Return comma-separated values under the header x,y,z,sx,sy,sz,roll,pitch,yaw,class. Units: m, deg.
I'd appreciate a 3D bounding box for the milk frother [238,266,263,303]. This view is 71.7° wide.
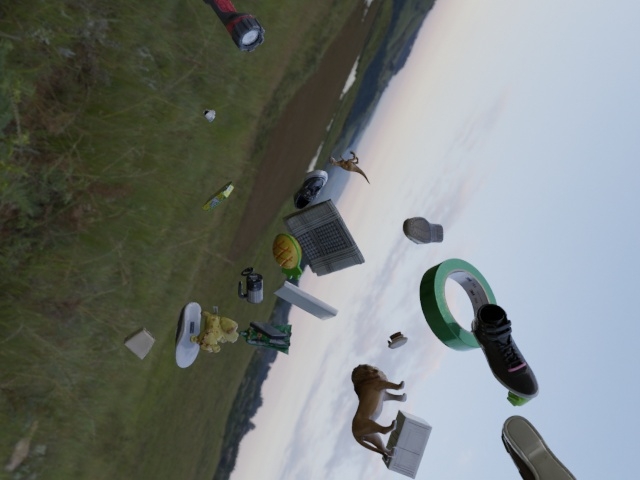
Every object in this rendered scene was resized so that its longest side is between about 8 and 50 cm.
x,y,z,sx,sy,sz,roll,pitch,yaw,class
-0.351,0.226,2.269,0.143,0.129,0.134,-77,173,-60,milk frother

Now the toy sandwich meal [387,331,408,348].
x,y,z,sx,sy,sz,roll,pitch,yaw,class
0.271,0.355,1.571,0.029,0.086,0.085,67,-32,34,toy sandwich meal

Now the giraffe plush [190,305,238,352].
x,y,z,sx,sy,sz,roll,pitch,yaw,class
-0.483,0.427,1.984,0.170,0.182,0.210,-69,151,-48,giraffe plush

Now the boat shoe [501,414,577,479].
x,y,z,sx,sy,sz,roll,pitch,yaw,class
0.623,0.657,1.240,0.117,0.324,0.096,-24,146,-8,boat shoe

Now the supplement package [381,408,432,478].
x,y,z,sx,sy,sz,roll,pitch,yaw,class
0.397,0.938,2.050,0.134,0.139,0.243,125,-13,-82,supplement package

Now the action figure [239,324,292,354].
x,y,z,sx,sy,sz,roll,pitch,yaw,class
-0.247,0.429,1.978,0.063,0.233,0.137,118,-22,-65,action figure

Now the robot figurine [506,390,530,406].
x,y,z,sx,sy,sz,roll,pitch,yaw,class
0.712,0.542,1.569,0.101,0.067,0.115,-20,148,-35,robot figurine

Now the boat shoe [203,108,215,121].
x,y,z,sx,sy,sz,roll,pitch,yaw,class
-0.396,-0.448,1.562,0.035,0.035,0.100,-41,-148,12,boat shoe

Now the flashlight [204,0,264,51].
x,y,z,sx,sy,sz,roll,pitch,yaw,class
-0.295,-0.751,1.422,0.103,0.303,0.103,-29,168,-15,flashlight

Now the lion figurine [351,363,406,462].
x,y,z,sx,sy,sz,roll,pitch,yaw,class
0.197,0.652,1.724,0.392,0.241,0.142,-62,143,-48,lion figurine

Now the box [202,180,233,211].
x,y,z,sx,sy,sz,roll,pitch,yaw,class
-0.510,-0.224,2.236,0.179,0.043,0.105,-32,-157,31,box

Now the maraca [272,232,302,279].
x,y,z,sx,sy,sz,roll,pitch,yaw,class
-0.121,0.061,1.661,0.099,0.127,0.185,-26,110,-42,maraca

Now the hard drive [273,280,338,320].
x,y,z,sx,sy,sz,roll,pitch,yaw,class
-0.079,0.312,2.269,0.040,0.308,0.203,-63,-170,-24,hard drive

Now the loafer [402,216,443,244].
x,y,z,sx,sy,sz,roll,pitch,yaw,class
0.375,-0.028,1.672,0.269,0.092,0.101,12,74,-50,loafer

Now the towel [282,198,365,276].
x,y,z,sx,sy,sz,roll,pitch,yaw,class
0.000,0.000,1.911,0.324,0.312,0.056,-18,-164,45,towel

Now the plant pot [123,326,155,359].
x,y,z,sx,sy,sz,roll,pitch,yaw,class
-0.813,0.456,2.011,0.096,0.109,0.109,-45,-164,-14,plant pot

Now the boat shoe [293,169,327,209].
x,y,z,sx,sy,sz,roll,pitch,yaw,class
-0.041,-0.171,1.561,0.228,0.080,0.075,-32,-126,57,boat shoe

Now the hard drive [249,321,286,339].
x,y,z,sx,sy,sz,roll,pitch,yaw,class
-0.223,0.381,1.874,0.094,0.135,0.022,16,95,-55,hard drive

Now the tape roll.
x,y,z,sx,sy,sz,roll,pitch,yaw,class
0.491,0.223,1.557,0.077,0.321,0.321,-36,-158,49,tape roll

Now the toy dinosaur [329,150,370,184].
x,y,z,sx,sy,sz,roll,pitch,yaw,class
0.141,-0.329,1.969,0.064,0.212,0.112,102,12,-78,toy dinosaur

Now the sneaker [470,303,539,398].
x,y,z,sx,sy,sz,roll,pitch,yaw,class
0.542,0.315,1.311,0.146,0.105,0.295,72,-4,-48,sneaker

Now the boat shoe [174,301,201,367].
x,y,z,sx,sy,sz,roll,pitch,yaw,class
-0.637,0.444,2.093,0.102,0.108,0.300,-18,-115,50,boat shoe
